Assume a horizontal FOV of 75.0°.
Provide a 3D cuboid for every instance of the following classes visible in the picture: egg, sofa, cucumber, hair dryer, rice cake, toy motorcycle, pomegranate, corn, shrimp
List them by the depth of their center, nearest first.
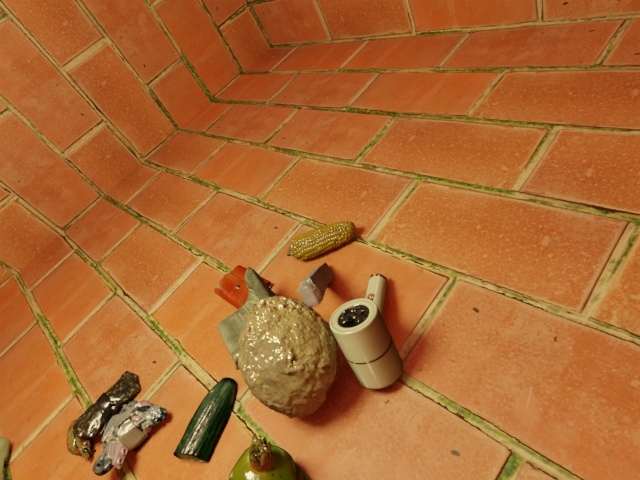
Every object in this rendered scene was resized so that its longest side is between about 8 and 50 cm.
[{"bbox_3d":[-0.132,0.529,0.948,0.159,0.205,0.159,-1,27,0],"label":"pomegranate"},{"bbox_3d":[-0.084,0.298,1.086,0.279,0.279,0.310,-33,67,0],"label":"egg"},{"bbox_3d":[0.141,0.195,1.134,0.128,0.203,0.362,-16,26,23],"label":"hair dryer"},{"bbox_3d":[-0.325,0.503,1.197,0.115,0.063,0.244,0,49,31],"label":"cucumber"},{"bbox_3d":[-0.010,0.120,1.225,0.056,0.073,0.365,-34,1,8],"label":"rice cake"},{"bbox_3d":[-0.556,0.561,1.246,0.203,0.108,0.239,-24,42,10],"label":"toy motorcycle"},{"bbox_3d":[-0.224,0.244,1.296,0.225,0.176,0.210,-37,41,-6],"label":"sofa"},{"bbox_3d":[-0.778,0.653,1.353,0.190,0.042,0.101,19,83,42],"label":"shrimp"},{"bbox_3d":[0.000,0.000,1.458,0.261,0.097,0.097,-22,42,10],"label":"corn"}]

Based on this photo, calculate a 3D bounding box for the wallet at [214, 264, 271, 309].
[{"bbox_3d":[-0.283,0.171,1.505,0.204,0.045,0.142,21,64,44],"label":"wallet"}]

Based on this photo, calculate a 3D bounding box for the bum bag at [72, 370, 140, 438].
[{"bbox_3d":[-0.697,0.542,1.374,0.102,0.069,0.248,0,40,40],"label":"bum bag"}]

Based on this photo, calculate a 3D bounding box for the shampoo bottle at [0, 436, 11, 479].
[{"bbox_3d":[-1.105,0.789,1.385,0.118,0.087,0.234,-37,41,-4],"label":"shampoo bottle"}]
